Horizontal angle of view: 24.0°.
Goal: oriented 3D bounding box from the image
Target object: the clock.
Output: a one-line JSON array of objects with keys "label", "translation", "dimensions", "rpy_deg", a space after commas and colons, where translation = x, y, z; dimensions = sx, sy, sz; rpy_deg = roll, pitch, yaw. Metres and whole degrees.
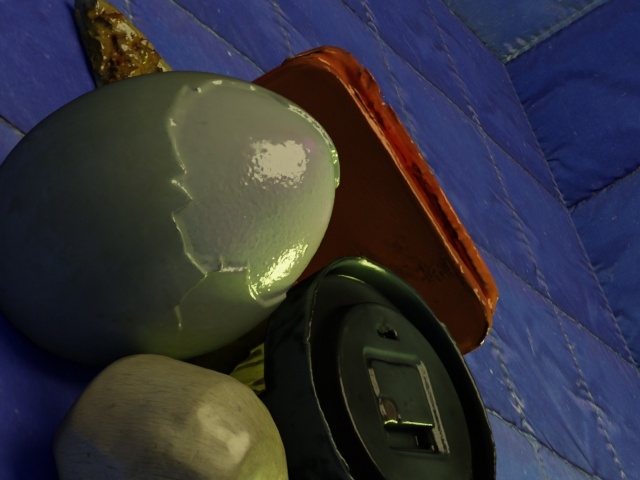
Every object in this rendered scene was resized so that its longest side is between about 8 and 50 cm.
[{"label": "clock", "translation": [0.066, 0.174, 1.511], "dimensions": [0.325, 0.067, 0.325], "rpy_deg": [39, 37, -37]}]

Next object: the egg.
[{"label": "egg", "translation": [-0.143, -0.025, 1.437], "dimensions": [0.278, 0.336, 0.278], "rpy_deg": [53, 23, -34]}]

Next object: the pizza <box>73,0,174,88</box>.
[{"label": "pizza", "translation": [-0.220, -0.188, 1.888], "dimensions": [0.292, 0.058, 0.197], "rpy_deg": [55, 21, -11]}]

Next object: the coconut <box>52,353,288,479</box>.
[{"label": "coconut", "translation": [-0.140, 0.205, 1.326], "dimensions": [0.224, 0.224, 0.224], "rpy_deg": [49, 22, -27]}]

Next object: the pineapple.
[{"label": "pineapple", "translation": [-0.099, 0.123, 1.608], "dimensions": [0.236, 0.186, 0.114], "rpy_deg": [108, -38, -55]}]

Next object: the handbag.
[{"label": "handbag", "translation": [0.000, 0.000, 1.790], "dimensions": [0.410, 0.303, 0.116], "rpy_deg": [58, 18, -10]}]

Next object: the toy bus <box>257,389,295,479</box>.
[{"label": "toy bus", "translation": [-0.040, 0.295, 1.481], "dimensions": [0.128, 0.150, 0.262], "rpy_deg": [40, 26, -39]}]
